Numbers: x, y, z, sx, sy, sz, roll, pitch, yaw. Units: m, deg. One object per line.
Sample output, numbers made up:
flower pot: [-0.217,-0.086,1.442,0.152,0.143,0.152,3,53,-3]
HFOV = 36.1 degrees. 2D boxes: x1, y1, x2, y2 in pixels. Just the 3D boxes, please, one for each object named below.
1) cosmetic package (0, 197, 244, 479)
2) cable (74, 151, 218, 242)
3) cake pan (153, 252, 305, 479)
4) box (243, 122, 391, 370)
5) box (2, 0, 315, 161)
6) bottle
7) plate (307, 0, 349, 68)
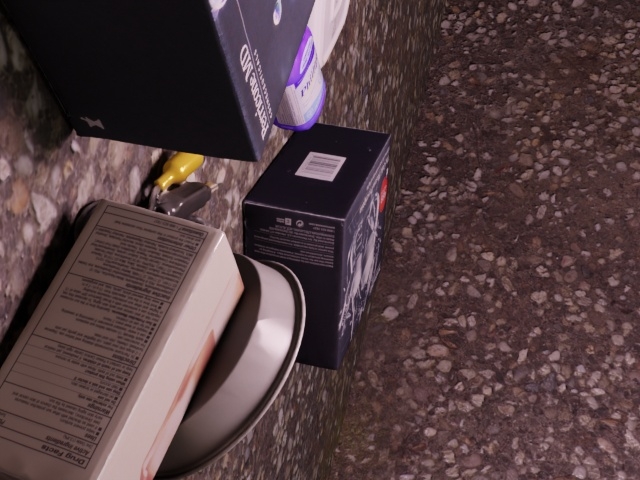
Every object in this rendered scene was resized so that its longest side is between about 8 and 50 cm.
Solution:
cosmetic package: [-0.207,0.123,0.979,0.129,0.153,0.296,78,33,-57]
cable: [-0.213,-0.026,1.181,0.287,0.072,0.140,-34,143,-56]
cake pan: [-0.146,0.130,1.116,0.054,0.293,0.293,44,49,-33]
box: [0.000,0.000,1.780,0.343,0.178,0.313,-61,158,-55]
box: [-0.124,-0.328,0.946,0.293,0.211,0.396,77,27,-61]
bottle: [-0.057,-0.282,1.520,0.283,0.092,0.118,72,32,-64]
plate: [0.013,-0.443,1.759,0.278,0.045,0.277,95,11,-46]
